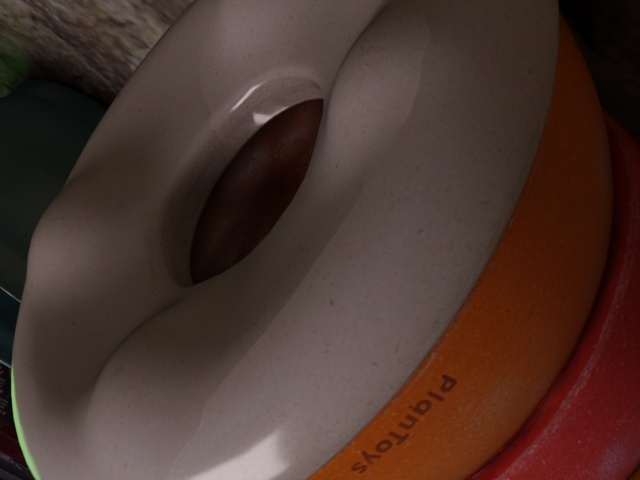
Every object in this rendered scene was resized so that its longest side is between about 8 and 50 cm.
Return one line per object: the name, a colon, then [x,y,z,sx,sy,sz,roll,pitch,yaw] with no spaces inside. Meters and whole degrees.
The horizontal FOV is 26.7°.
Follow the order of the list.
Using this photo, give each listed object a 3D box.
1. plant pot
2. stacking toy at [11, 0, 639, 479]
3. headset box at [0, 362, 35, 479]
plant pot: [-0.246,-0.015,1.182,0.293,0.196,0.293,28,158,12]
stacking toy: [0.108,0.073,0.740,0.480,0.350,0.351,35,161,-31]
headset box: [-0.242,0.149,1.404,0.218,0.293,0.110,18,155,32]
